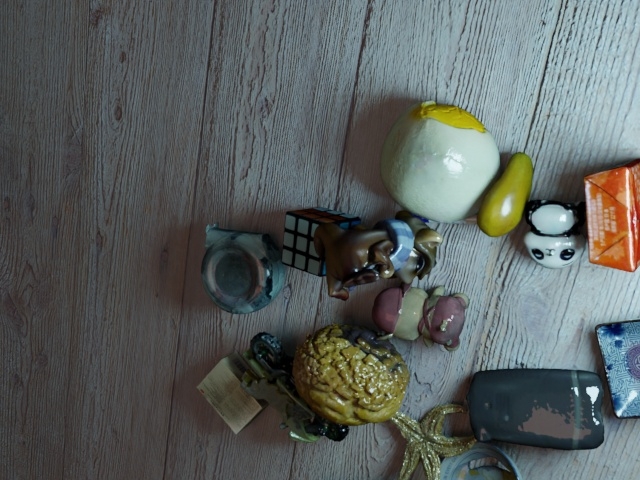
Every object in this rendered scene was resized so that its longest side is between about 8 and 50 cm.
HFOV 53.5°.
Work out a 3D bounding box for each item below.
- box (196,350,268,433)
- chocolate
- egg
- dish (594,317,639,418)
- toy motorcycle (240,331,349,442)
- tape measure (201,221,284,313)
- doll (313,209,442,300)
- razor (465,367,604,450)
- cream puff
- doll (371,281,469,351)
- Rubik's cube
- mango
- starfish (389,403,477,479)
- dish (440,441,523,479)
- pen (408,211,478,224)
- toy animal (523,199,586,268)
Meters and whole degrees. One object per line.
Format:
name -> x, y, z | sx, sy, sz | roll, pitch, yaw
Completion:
box -> -0.283, 0.508, 2.121 | 0.212, 0.095, 0.168 | 47, 114, 11
chocolate -> 0.690, -0.063, 1.459 | 0.108, 0.237, 0.234 | -2, 101, 37
egg -> 0.283, -0.201, 1.637 | 0.337, 0.201, 0.336 | 2, 95, 29
dish -> 0.796, 0.306, 1.557 | 0.182, 0.080, 0.243 | -13, 87, 33
toy motorcycle -> -0.089, 0.471, 1.970 | 0.410, 0.169, 0.237 | 49, 135, 8
tape measure -> -0.240, 0.090, 1.990 | 0.257, 0.147, 0.274 | 7, 99, 23
doll -> 0.148, 0.046, 1.653 | 0.318, 0.340, 0.209 | 23, 120, 56
razor -> 0.560, 0.439, 1.669 | 0.349, 0.113, 0.204 | -6, 74, 27
cream puff -> 0.089, 0.361, 1.810 | 0.343, 0.327, 0.231 | 52, 127, 52
doll -> 0.273, 0.201, 1.761 | 0.256, 0.196, 0.152 | 10, 142, 20
Rubik's cube -> 0.000, 0.000, 1.826 | 0.163, 0.161, 0.162 | 16, 108, 39
mango -> 0.474, -0.112, 1.602 | 0.099, 0.136, 0.227 | 23, 86, 36
starfish -> 0.319, 0.606, 1.845 | 0.299, 0.060, 0.302 | 12, 89, 30
dish -> 0.468, 0.708, 1.781 | 0.273, 0.134, 0.273 | -22, 57, 39
pen -> 0.369, -0.060, 1.726 | 0.269, 0.033, 0.033 | 3, 102, 24
toy animal -> 0.589, -0.016, 1.567 | 0.166, 0.138, 0.179 | 8, 102, 31
